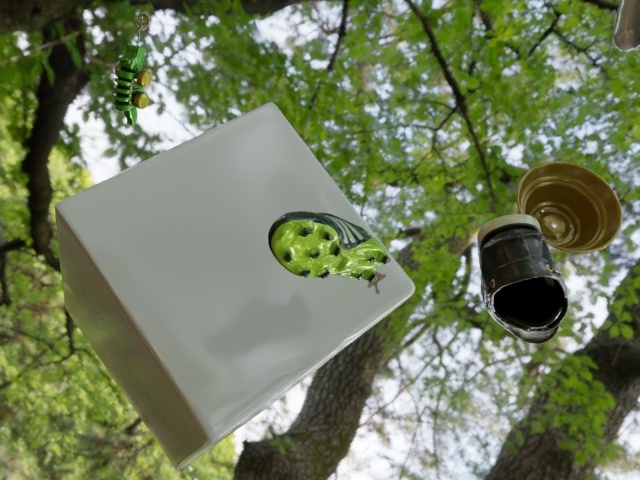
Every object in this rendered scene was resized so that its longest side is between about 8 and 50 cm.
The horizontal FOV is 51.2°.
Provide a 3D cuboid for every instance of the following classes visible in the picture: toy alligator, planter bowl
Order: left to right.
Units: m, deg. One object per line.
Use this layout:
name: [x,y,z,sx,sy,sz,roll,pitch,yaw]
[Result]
toy alligator: [-0.311,-0.277,1.088,0.056,0.051,0.189,22,-65,16]
planter bowl: [0.499,-0.050,1.385,0.217,0.217,0.090,46,-23,19]

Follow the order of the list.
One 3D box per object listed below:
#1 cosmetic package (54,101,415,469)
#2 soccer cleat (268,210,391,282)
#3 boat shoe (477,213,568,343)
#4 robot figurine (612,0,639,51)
cosmetic package: [-0.143,0.085,0.963,0.327,0.330,0.393,53,-28,9]
soccer cleat: [0.000,0.000,0.639,0.072,0.060,0.179,45,15,31]
boat shoe: [0.121,0.036,0.397,0.133,0.049,0.042,54,24,-54]
robot figurine: [0.587,-0.339,0.962,0.300,0.353,0.200,1,-18,31]
